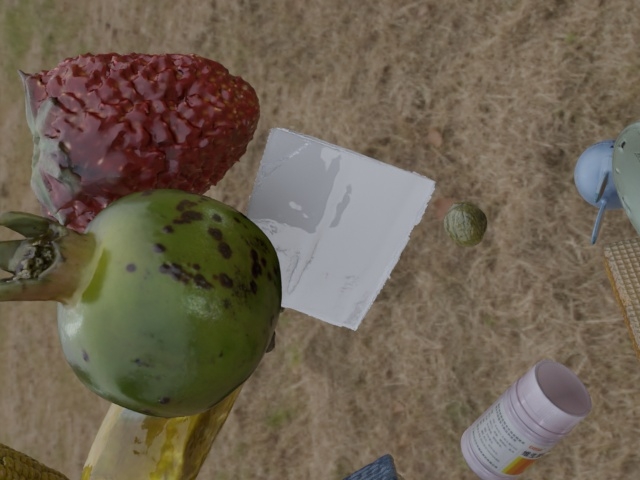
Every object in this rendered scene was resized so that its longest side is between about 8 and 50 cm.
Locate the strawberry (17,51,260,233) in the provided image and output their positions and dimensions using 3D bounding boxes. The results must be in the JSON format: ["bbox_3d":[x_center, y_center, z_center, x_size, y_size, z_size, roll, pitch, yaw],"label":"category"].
[{"bbox_3d":[-0.272,-0.145,1.115,0.292,0.343,0.292,175,90,-67],"label":"strawberry"}]

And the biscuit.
[{"bbox_3d":[0.640,0.147,1.422,0.379,0.094,0.054,-88,-17,-47],"label":"biscuit"}]

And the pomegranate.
[{"bbox_3d":[-0.150,0.056,0.601,0.198,0.245,0.198,18,113,47],"label":"pomegranate"}]

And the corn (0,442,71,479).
[{"bbox_3d":[-0.387,0.340,0.918,0.130,0.347,0.130,-14,53,20],"label":"corn"}]

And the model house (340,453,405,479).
[{"bbox_3d":[0.082,0.724,1.507,0.445,0.394,0.400,63,180,42],"label":"model house"}]

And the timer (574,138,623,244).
[{"bbox_3d":[0.647,-0.119,1.590,0.255,0.175,0.175,-81,17,-54],"label":"timer"}]

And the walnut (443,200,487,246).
[{"bbox_3d":[0.281,-0.032,1.405,0.092,0.092,0.092,-7,82,55],"label":"walnut"}]

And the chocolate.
[{"bbox_3d":[-0.189,0.234,0.904,0.162,0.162,0.446,-19,42,54],"label":"chocolate"}]

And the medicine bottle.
[{"bbox_3d":[0.383,0.347,1.375,0.250,0.133,0.133,-59,43,35],"label":"medicine bottle"}]

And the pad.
[{"bbox_3d":[0.000,0.000,0.703,0.004,0.156,0.232,-76,6,-45],"label":"pad"}]

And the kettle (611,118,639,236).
[{"bbox_3d":[0.525,-0.080,0.779,0.265,0.317,0.205,60,173,22],"label":"kettle"}]
